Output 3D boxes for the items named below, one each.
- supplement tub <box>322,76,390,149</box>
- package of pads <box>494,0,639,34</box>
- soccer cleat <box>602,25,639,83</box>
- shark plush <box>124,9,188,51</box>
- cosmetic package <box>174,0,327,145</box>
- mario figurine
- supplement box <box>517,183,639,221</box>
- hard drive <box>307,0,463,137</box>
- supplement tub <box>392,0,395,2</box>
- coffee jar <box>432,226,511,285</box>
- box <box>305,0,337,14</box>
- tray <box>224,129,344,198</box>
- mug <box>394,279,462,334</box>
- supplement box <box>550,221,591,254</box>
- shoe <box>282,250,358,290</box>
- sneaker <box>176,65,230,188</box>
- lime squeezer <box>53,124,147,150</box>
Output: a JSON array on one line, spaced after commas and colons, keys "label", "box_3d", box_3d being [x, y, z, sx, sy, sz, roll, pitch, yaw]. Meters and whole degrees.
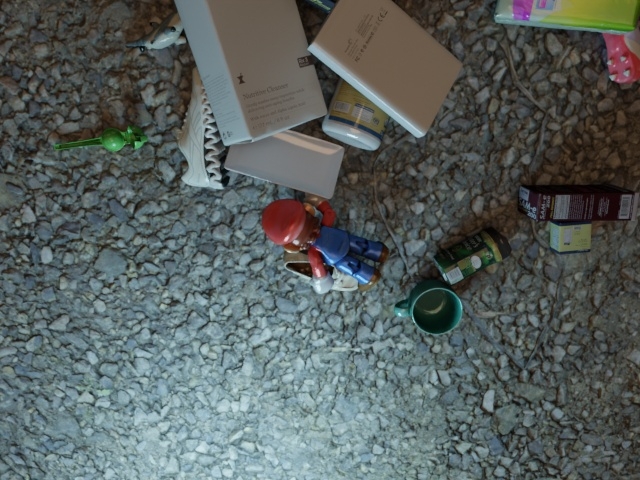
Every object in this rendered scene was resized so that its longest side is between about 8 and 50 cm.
[{"label": "supplement tub", "box_3d": [0.100, -0.323, 1.234, 0.144, 0.144, 0.200, 20, 93, -6]}, {"label": "package of pads", "box_3d": [0.554, -0.588, 1.172, 0.296, 0.101, 0.229, 13, 105, 14]}, {"label": "soccer cleat", "box_3d": [0.711, -0.494, 1.255, 0.095, 0.083, 0.248, -18, 100, -29]}, {"label": "shark plush", "box_3d": [-0.378, -0.483, 1.255, 0.161, 0.073, 0.067, -19, 85, 24]}, {"label": "cosmetic package", "box_3d": [-0.155, -0.424, 1.167, 0.217, 0.156, 0.385, -27, 108, -29]}, {"label": "mario figurine", "box_3d": [0.000, 0.000, 1.332, 0.320, 0.198, 0.170, 28, 129, -12]}, {"label": "supplement box", "box_3d": [0.628, -0.094, 1.320, 0.239, 0.130, 0.073, 0, 105, 0]}, {"label": "hard drive", "box_3d": [0.146, -0.392, 1.146, 0.307, 0.040, 0.203, 34, 76, -18]}, {"label": "supplement tub", "box_3d": [0.125, -0.565, 1.201, 0.106, 0.106, 0.198, 23, 103, -7]}, {"label": "coffee jar", "box_3d": [0.386, 0.038, 1.367, 0.184, 0.096, 0.079, -28, 106, 5]}, {"label": "box", "box_3d": [0.004, -0.621, 1.136, 0.183, 0.059, 0.233, 15, 85, -34]}, {"label": "tray", "box_3d": [-0.086, -0.199, 1.309, 0.270, 0.030, 0.145, 16, 74, -5]}, {"label": "mug", "box_3d": [0.282, 0.161, 1.395, 0.157, 0.097, 0.129, 28, 103, -7]}, {"label": "supplement box", "box_3d": [0.642, -0.013, 1.378, 0.083, 0.056, 0.083, -5, 104, 0]}, {"label": "shoe", "box_3d": [0.004, 0.085, 1.389, 0.219, 0.058, 0.077, 19, 103, -6]}, {"label": "sneaker", "box_3d": [-0.289, -0.266, 1.275, 0.118, 0.110, 0.292, 0, 104, 8]}, {"label": "lime squeezer", "box_3d": [-0.493, -0.234, 1.281, 0.310, 0.110, 0.059, 2, 125, 29]}]
